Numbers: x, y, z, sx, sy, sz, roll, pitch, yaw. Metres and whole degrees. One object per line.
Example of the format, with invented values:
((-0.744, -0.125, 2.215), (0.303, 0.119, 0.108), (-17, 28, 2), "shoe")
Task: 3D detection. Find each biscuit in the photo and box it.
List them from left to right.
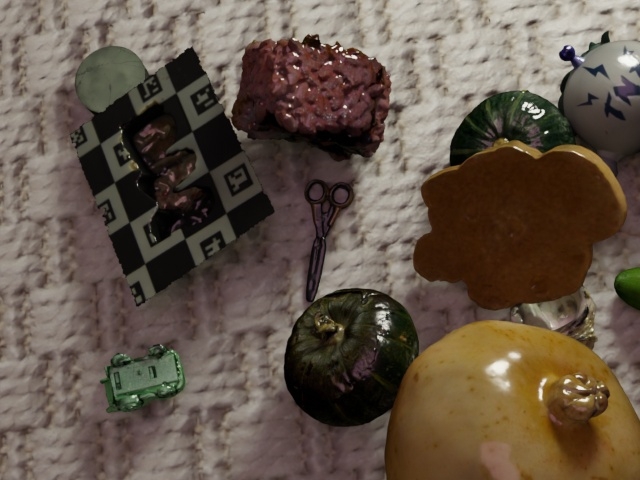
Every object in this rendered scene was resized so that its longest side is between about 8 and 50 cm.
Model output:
((0.307, -0.021, 1.800), (0.376, 0.051, 0.269), (-24, 97, 33), "biscuit")

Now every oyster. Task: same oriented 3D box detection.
((0.375, 0.139, 1.841), (0.163, 0.081, 0.191), (28, 78, 42), "oyster")

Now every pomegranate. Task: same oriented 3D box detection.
((0.288, 0.304, 1.639), (0.411, 0.411, 0.412), (-2, 75, 8), "pomegranate")

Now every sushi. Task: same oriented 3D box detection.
((-0.247, -0.105, 1.984), (0.296, 0.100, 0.373), (-34, 65, 14), "sushi")
((-0.012, -0.232, 1.916), (0.270, 0.236, 0.171), (12, 82, -22), "sushi")

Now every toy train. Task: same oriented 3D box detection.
((-0.303, 0.238, 1.909), (0.149, 0.081, 0.099), (-16, 73, -2), "toy train")

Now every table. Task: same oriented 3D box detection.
((-0.381, -0.288, 2.075), (0.133, 0.043, 0.133), (-2, 75, 8), "table")

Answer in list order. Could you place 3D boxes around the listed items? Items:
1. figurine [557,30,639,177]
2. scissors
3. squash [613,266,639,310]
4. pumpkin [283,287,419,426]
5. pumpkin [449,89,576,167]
((0.554, -0.192, 1.844), (0.382, 0.186, 0.261), (40, 78, 20), "figurine")
((0.000, 0.000, 1.957), (0.088, 0.017, 0.220), (8, 77, 10), "scissors")
((0.614, 0.108, 1.803), (0.292, 0.082, 0.082), (20, 79, 13), "squash")
((0.042, 0.182, 1.794), (0.238, 0.159, 0.238), (-32, 36, 27), "pumpkin")
((0.320, -0.144, 1.875), (0.211, 0.152, 0.212), (-2, 82, 19), "pumpkin")
